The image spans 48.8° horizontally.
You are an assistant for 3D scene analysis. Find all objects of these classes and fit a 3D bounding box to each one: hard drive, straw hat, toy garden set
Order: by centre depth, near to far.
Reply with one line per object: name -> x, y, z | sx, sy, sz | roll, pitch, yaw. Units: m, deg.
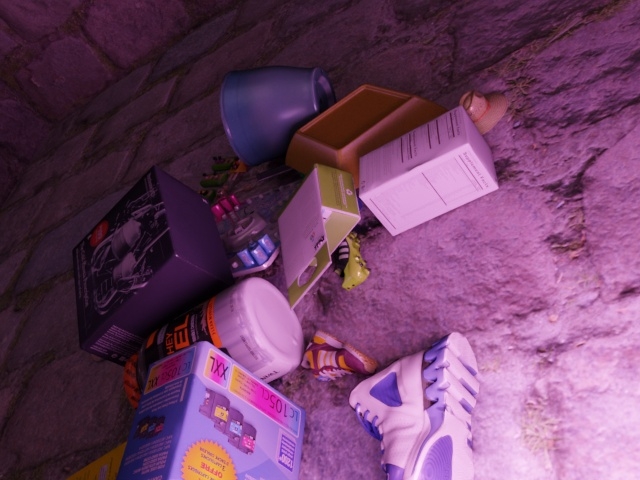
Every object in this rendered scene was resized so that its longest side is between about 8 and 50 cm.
straw hat -> 0.337, -0.294, 1.555 | 0.145, 0.061, 0.144 | -29, 35, 23
hard drive -> -0.094, -0.195, 1.894 | 0.135, 0.022, 0.094 | -17, 7, 27
toy garden set -> -0.323, -0.171, 2.144 | 0.204, 0.049, 0.244 | 0, 52, 48

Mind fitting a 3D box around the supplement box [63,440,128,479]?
supplement box -> -0.374, 0.533, 1.263 | 0.357, 0.194, 0.195 | -34, 34, 16

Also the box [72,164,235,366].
box -> -0.390, 0.061, 1.606 | 0.312, 0.179, 0.343 | -42, 41, 14

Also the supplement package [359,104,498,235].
supplement package -> 0.216, -0.139, 1.438 | 0.244, 0.139, 0.133 | -25, 38, 25

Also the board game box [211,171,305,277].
board game box -> -0.202, -0.034, 1.778 | 0.390, 0.050, 0.390 | -16, 29, 37

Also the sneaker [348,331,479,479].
sneaker -> 0.130, 0.292, 1.073 | 0.182, 0.127, 0.315 | -22, 31, 36

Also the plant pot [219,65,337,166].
plant pot -> -0.098, -0.358, 1.940 | 0.255, 0.271, 0.271 | -8, 45, 22

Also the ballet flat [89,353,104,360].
ballet flat -> -0.634, 0.286, 1.959 | 0.057, 0.052, 0.168 | -50, 33, -10

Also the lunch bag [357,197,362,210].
lunch bag -> 0.043, -0.069, 1.612 | 0.098, 0.067, 0.065 | -54, 33, -10

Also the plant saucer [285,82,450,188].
plant saucer -> 0.093, -0.274, 1.716 | 0.333, 0.081, 0.333 | -37, 31, -12

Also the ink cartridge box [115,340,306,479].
ink cartridge box -> -0.177, 0.402, 1.126 | 0.151, 0.270, 0.395 | -29, 35, 31

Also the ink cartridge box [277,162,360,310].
ink cartridge box -> 0.000, 0.000, 1.464 | 0.189, 0.097, 0.255 | -51, 37, 42

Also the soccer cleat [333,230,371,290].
soccer cleat -> 0.055, 0.032, 1.496 | 0.072, 0.060, 0.179 | -41, 33, 19

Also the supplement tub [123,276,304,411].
supplement tub -> -0.219, 0.232, 1.425 | 0.338, 0.207, 0.207 | -31, 35, 20

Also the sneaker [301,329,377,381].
sneaker -> 0.033, 0.229, 1.295 | 0.083, 0.070, 0.185 | -59, 29, -8
